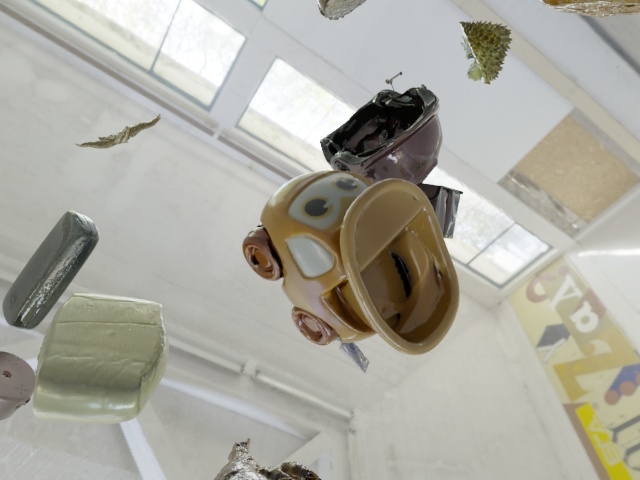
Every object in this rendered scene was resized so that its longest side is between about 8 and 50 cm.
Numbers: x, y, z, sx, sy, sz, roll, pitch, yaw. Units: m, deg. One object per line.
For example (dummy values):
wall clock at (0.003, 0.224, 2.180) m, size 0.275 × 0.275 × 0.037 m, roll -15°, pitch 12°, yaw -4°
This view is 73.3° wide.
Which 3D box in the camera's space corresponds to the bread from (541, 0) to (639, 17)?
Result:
bread at (0.458, -0.444, 0.684) m, size 0.158 × 0.149 × 0.143 m, roll -6°, pitch -160°, yaw -27°

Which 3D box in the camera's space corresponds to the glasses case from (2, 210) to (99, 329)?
glasses case at (-0.706, 0.077, 1.125) m, size 0.131 × 0.323 × 0.074 m, roll 37°, pitch -179°, yaw 38°

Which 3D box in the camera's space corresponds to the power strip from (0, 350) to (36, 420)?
power strip at (-0.752, 0.338, 1.000) m, size 0.154 × 0.078 × 0.154 m, roll 46°, pitch -177°, yaw -3°

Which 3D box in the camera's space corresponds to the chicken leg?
chicken leg at (-0.148, 0.614, 1.074) m, size 0.294 × 0.182 × 0.409 m, roll -11°, pitch -177°, yaw -12°

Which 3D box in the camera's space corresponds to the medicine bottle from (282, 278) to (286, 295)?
medicine bottle at (0.000, 0.000, 0.865) m, size 0.138 × 0.237 × 0.139 m, roll 7°, pitch -169°, yaw -1°

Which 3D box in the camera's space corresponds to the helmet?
helmet at (0.159, -0.205, 0.998) m, size 0.197 × 0.271 × 0.338 m, roll 54°, pitch 172°, yaw -30°

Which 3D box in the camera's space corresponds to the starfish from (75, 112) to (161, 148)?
starfish at (-0.638, -0.348, 1.390) m, size 0.062 × 0.277 × 0.236 m, roll 66°, pitch 175°, yaw -26°

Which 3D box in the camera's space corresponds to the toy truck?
toy truck at (0.046, 0.028, 0.633) m, size 0.204 × 0.211 × 0.288 m, roll -40°, pitch -76°, yaw -36°

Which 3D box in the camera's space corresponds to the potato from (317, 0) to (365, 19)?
potato at (0.055, -0.723, 1.238) m, size 0.261 × 0.120 × 0.100 m, roll -40°, pitch -91°, yaw -31°

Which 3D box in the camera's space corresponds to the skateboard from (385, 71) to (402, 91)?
skateboard at (0.256, -0.505, 1.419) m, size 0.032 × 0.063 × 0.083 m, roll -20°, pitch -90°, yaw -44°

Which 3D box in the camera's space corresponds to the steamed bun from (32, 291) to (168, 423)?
steamed bun at (-0.375, 0.210, 0.756) m, size 0.199 × 0.155 × 0.250 m, roll 10°, pitch -149°, yaw -18°

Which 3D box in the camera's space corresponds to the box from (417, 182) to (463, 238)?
box at (0.265, -0.098, 1.278) m, size 0.252 × 0.153 × 0.188 m, roll 13°, pitch -172°, yaw 37°

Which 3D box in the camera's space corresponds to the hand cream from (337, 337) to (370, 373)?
hand cream at (0.111, 0.373, 1.440) m, size 0.142 × 0.053 × 0.084 m, roll 45°, pitch -159°, yaw 5°

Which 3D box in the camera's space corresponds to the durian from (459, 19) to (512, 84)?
durian at (0.539, -0.620, 1.437) m, size 0.166 × 0.172 × 0.306 m, roll 19°, pitch -162°, yaw 18°
